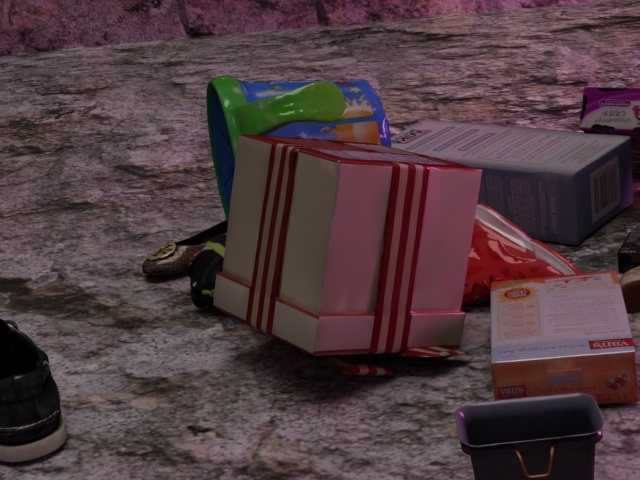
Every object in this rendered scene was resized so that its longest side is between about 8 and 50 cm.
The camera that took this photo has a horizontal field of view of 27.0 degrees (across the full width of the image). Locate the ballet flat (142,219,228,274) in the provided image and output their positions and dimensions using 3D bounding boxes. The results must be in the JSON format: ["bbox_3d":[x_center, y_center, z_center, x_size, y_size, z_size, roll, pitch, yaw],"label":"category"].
[{"bbox_3d":[-0.165,-0.006,2.024,0.250,0.058,0.084,-21,24,-33],"label":"ballet flat"}]

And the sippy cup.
[{"bbox_3d":[-0.026,-0.125,1.840,0.224,0.240,0.305,-11,20,-10],"label":"sippy cup"}]

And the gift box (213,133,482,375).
[{"bbox_3d":[0.051,0.019,1.615,0.276,0.258,0.255,3,10,-31],"label":"gift box"}]

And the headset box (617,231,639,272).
[{"bbox_3d":[0.438,0.015,1.785,0.062,0.032,0.083,2,24,26],"label":"headset box"}]

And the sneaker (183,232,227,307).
[{"bbox_3d":[-0.125,0.070,1.819,0.097,0.084,0.235,-39,26,-7],"label":"sneaker"}]

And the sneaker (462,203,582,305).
[{"bbox_3d":[0.246,0.057,1.713,0.128,0.087,0.221,-50,52,-3],"label":"sneaker"}]

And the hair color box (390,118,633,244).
[{"bbox_3d":[0.264,-0.096,2.032,0.374,0.113,0.185,10,26,37],"label":"hair color box"}]

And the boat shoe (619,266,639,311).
[{"bbox_3d":[0.454,0.046,1.651,0.170,0.063,0.059,-5,26,9],"label":"boat shoe"}]

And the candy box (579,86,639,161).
[{"bbox_3d":[0.517,-0.175,2.064,0.159,0.071,0.233,5,-6,32],"label":"candy box"}]

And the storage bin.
[{"bbox_3d":[0.202,0.210,1.263,0.135,0.091,0.098,-8,20,3],"label":"storage bin"}]

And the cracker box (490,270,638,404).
[{"bbox_3d":[0.275,0.112,1.534,0.156,0.067,0.232,-5,19,10],"label":"cracker box"}]

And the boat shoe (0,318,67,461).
[{"bbox_3d":[-0.393,0.150,1.611,0.127,0.113,0.340,-14,21,-16],"label":"boat shoe"}]
